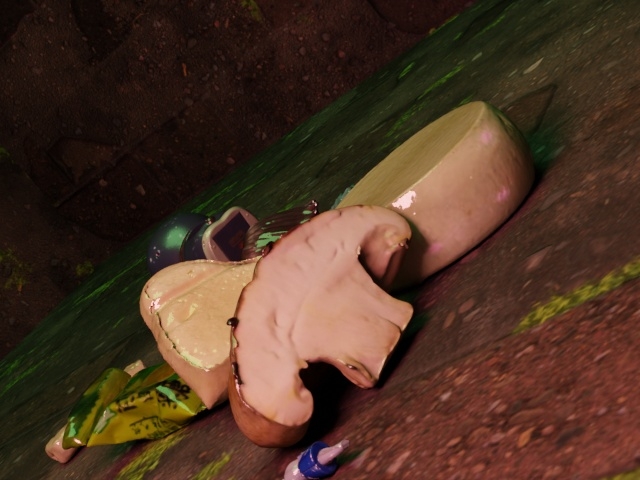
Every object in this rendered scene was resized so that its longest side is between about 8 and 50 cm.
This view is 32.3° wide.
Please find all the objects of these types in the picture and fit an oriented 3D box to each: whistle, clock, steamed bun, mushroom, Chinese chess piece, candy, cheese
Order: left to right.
[{"bbox_3d":[-0.329,0.253,1.645,0.194,0.043,0.065,-45,14,-27],"label":"cheese"},{"bbox_3d":[-0.195,0.195,1.368,0.246,0.069,0.149,-19,22,27],"label":"candy"},{"bbox_3d":[-0.199,0.019,1.926,0.243,0.146,0.199,-12,33,52],"label":"clock"},{"bbox_3d":[-0.109,0.100,1.309,0.212,0.110,0.231,23,45,39],"label":"steamed bun"},{"bbox_3d":[-0.008,0.094,1.078,0.285,0.156,0.151,-55,-9,-38],"label":"mushroom"},{"bbox_3d":[-0.004,0.185,0.918,0.083,0.029,0.033,-39,-7,39],"label":"whistle"},{"bbox_3d":[0.122,-0.049,1.245,0.250,0.101,0.250,-37,11,9],"label":"Chinese chess piece"}]

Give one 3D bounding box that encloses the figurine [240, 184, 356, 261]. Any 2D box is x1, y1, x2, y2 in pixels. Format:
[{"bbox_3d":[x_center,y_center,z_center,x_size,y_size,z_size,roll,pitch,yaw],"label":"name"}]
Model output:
[{"bbox_3d":[0.000,0.000,1.446,0.246,0.110,0.138,-26,18,21],"label":"figurine"}]
